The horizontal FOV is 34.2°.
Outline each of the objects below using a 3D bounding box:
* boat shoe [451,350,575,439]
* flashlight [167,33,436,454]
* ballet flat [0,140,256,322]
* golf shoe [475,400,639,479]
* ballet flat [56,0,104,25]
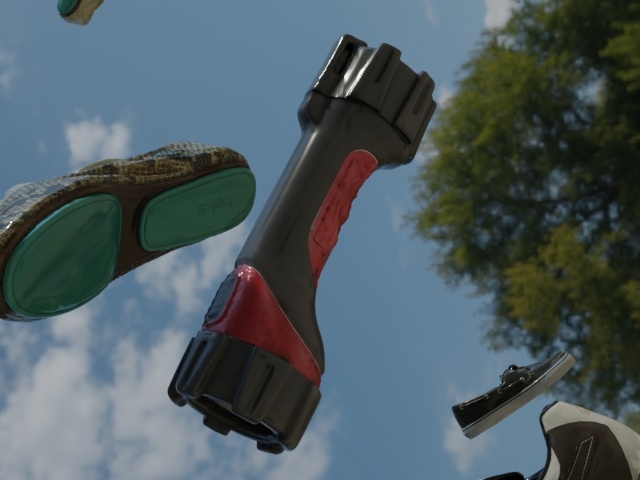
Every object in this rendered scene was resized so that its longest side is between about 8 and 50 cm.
[{"bbox_3d":[0.203,0.155,1.097,0.040,0.142,0.049,55,179,8],"label":"boat shoe"},{"bbox_3d":[0.000,0.000,0.762,0.304,0.103,0.103,-62,-25,-22],"label":"flashlight"},{"bbox_3d":[-0.276,-0.030,1.285,0.482,0.182,0.164,-28,-46,-54],"label":"ballet flat"},{"bbox_3d":[0.095,0.168,0.519,0.198,0.094,0.077,-54,-11,6],"label":"golf shoe"},{"bbox_3d":[-0.300,-0.368,1.411,0.168,0.057,0.052,-56,-35,9],"label":"ballet flat"}]
